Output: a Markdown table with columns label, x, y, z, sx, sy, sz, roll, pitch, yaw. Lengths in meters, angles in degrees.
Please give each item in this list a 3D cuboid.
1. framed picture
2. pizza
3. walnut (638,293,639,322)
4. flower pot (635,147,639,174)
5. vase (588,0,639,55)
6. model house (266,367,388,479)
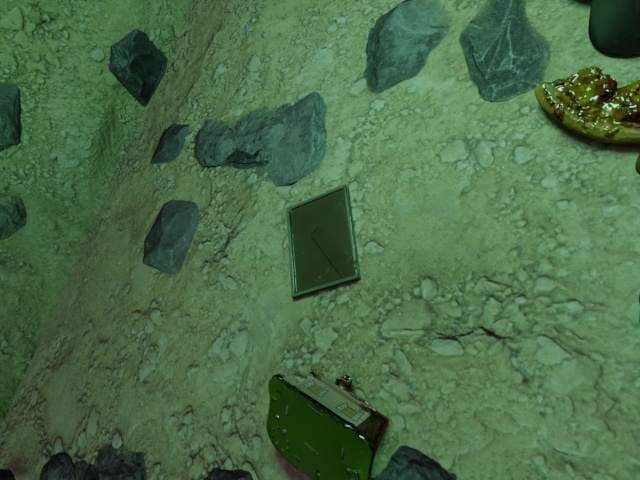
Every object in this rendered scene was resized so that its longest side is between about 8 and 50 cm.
| label | x | y | z | sx | sy | sz | roll | pitch | yaw |
| --- | --- | --- | --- | --- | --- | --- | --- | --- | --- |
| framed picture | 0.000 | 0.000 | 1.196 | 0.211 | 0.020 | 0.289 | -20 | 59 | 26 |
| pizza | 0.595 | -0.285 | 0.877 | 0.306 | 0.086 | 0.161 | 31 | 88 | 38 |
| walnut | 0.592 | 0.110 | 0.600 | 0.225 | 0.261 | 0.224 | 0 | 90 | 10 |
| flower pot | 0.658 | -0.134 | 0.715 | 0.191 | 0.191 | 0.173 | -43 | 41 | 11 |
| vase | 0.614 | -0.530 | 0.819 | 0.174 | 0.321 | 0.173 | -14 | 63 | 28 |
| model house | 0.030 | 0.411 | 0.945 | 0.294 | 0.154 | 0.206 | 21 | 115 | 39 |
